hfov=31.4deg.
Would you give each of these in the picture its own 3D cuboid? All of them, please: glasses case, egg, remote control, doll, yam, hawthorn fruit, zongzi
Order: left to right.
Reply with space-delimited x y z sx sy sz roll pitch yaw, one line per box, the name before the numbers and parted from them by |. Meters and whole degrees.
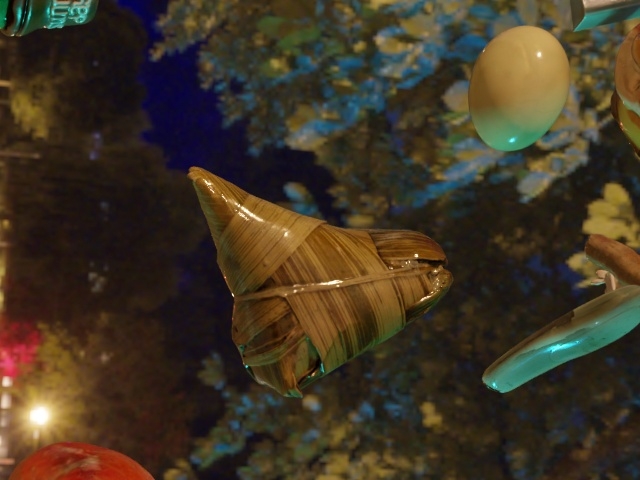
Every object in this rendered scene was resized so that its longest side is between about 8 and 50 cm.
hawthorn fruit | -0.221 0.271 1.066 0.173 0.173 0.173 -176 -90 -75
zongzi | 0.000 0.000 1.352 0.134 0.286 0.288 -4 -68 62
egg | 0.373 -0.286 2.150 0.186 0.186 0.242 174 -68 -75
remote control | 0.330 0.137 1.523 0.256 0.097 0.045 -35 -129 24
doll | 0.496 0.070 1.820 0.084 0.127 0.073 55 53 -64
yam | 0.477 0.052 1.720 0.241 0.057 0.057 -133 -131 -58
glasses case | 0.499 -0.383 1.673 0.056 0.266 0.105 -127 -155 -72

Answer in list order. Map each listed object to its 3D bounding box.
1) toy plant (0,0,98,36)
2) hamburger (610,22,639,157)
toy plant | -0.322 -0.264 1.130 0.143 0.200 0.105 119 -35 -48
hamburger | 0.488 -0.206 1.293 0.237 0.276 0.276 95 -9 -56
